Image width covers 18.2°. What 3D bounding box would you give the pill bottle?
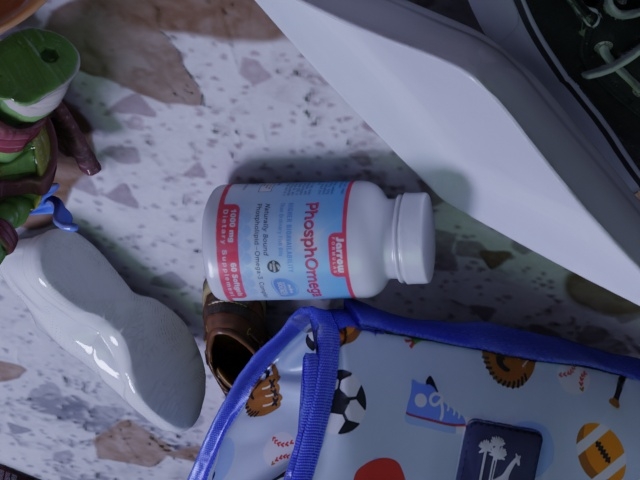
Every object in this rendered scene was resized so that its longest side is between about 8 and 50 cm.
[{"bbox_3d":[0.000,0.000,1.455,0.160,0.087,0.087,-2,142,12],"label":"pill bottle"}]

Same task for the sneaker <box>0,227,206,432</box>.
[{"bbox_3d":[-0.178,0.072,1.601,0.094,0.080,0.212,-11,127,44],"label":"sneaker"}]

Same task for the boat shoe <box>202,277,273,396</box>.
[{"bbox_3d":[-0.066,0.099,1.618,0.064,0.060,0.178,1,142,10],"label":"boat shoe"}]

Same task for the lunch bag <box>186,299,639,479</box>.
[{"bbox_3d":[0.072,0.232,1.578,0.328,0.239,0.385,11,120,-23],"label":"lunch bag"}]

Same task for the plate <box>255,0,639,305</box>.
[{"bbox_3d":[0.097,-0.073,1.272,0.278,0.045,0.277,45,171,-38],"label":"plate"}]

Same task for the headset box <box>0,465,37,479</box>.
[{"bbox_3d":[-0.303,0.239,1.869,0.083,0.032,0.062,25,140,-23],"label":"headset box"}]

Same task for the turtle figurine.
[{"bbox_3d":[-0.274,-0.067,1.331,0.275,0.198,0.266,13,143,-13],"label":"turtle figurine"}]

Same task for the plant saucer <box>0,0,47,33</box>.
[{"bbox_3d":[-0.234,-0.215,1.188,0.200,0.037,0.200,-2,105,-6],"label":"plant saucer"}]

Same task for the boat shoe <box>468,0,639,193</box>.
[{"bbox_3d":[0.169,-0.136,1.227,0.105,0.113,0.306,-19,133,21],"label":"boat shoe"}]
